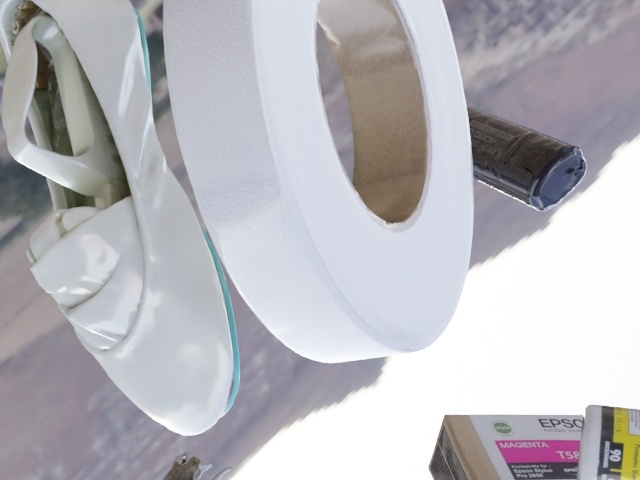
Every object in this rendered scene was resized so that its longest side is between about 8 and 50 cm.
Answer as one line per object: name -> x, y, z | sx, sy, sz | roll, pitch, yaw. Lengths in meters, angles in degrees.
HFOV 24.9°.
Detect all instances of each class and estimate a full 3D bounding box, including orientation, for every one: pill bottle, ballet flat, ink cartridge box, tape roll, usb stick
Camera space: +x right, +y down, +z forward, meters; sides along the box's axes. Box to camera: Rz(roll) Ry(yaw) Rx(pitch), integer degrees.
pill bottle -> 0.358, 0.228, 1.414 | 0.119, 0.209, 0.119 | 5, 90, -81
ballet flat -> -0.177, -0.034, 1.116 | 0.139, 0.400, 0.139 | -14, 155, -7
ink cartridge box -> 0.265, 0.287, 1.660 | 0.193, 0.235, 0.088 | -114, -149, -55
tape roll -> 0.013, -0.105, 1.073 | 0.072, 0.392, 0.392 | -10, -164, 25
usb stick -> 0.189, -0.093, 1.539 | 0.077, 0.045, 0.278 | -50, -154, -2

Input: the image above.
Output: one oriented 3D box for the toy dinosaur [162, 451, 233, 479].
toy dinosaur -> -0.219, 0.392, 1.653 | 0.121, 0.160, 0.313 | -25, 130, -83
